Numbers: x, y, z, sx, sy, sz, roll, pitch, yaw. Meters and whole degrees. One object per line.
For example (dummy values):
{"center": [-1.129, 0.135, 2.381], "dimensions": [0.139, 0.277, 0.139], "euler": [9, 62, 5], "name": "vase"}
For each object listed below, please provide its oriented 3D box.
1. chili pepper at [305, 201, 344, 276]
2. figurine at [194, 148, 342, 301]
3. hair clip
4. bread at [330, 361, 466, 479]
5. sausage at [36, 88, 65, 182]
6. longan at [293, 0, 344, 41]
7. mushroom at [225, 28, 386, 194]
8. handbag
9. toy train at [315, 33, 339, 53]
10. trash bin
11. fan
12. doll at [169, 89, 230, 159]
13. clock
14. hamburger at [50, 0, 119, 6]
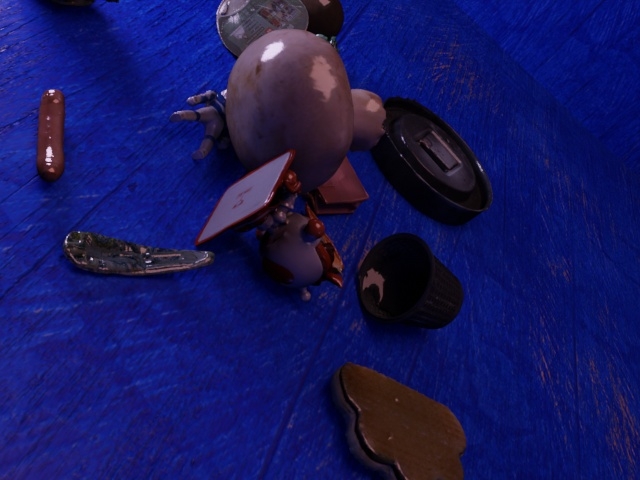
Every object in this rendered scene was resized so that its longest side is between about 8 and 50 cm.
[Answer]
{"center": [0.000, 0.000, 1.289], "dimensions": [0.045, 0.027, 0.178], "euler": [3, 54, -50], "name": "chili pepper"}
{"center": [-0.052, 0.003, 1.127], "dimensions": [0.226, 0.183, 0.160], "euler": [46, 42, -22], "name": "figurine"}
{"center": [-0.262, 0.024, 0.986], "dimensions": [0.229, 0.036, 0.066], "euler": [6, 47, -35], "name": "hair clip"}
{"center": [0.129, 0.318, 1.084], "dimensions": [0.286, 0.056, 0.207], "euler": [31, 35, -21], "name": "bread"}
{"center": [-0.401, -0.154, 1.010], "dimensions": [0.043, 0.043, 0.186], "euler": [17, 44, -35], "name": "sausage"}
{"center": [-0.036, -0.552, 1.675], "dimensions": [0.189, 0.189, 0.189], "euler": [27, 39, -25], "name": "longan"}
{"center": [-0.020, -0.238, 1.231], "dimensions": [0.289, 0.298, 0.298], "euler": [-12, 62, -28], "name": "mushroom"}
{"center": [-0.001, -0.154, 1.412], "dimensions": [0.157, 0.059, 0.213], "euler": [-5, 60, -49], "name": "handbag"}
{"center": [-0.021, -0.360, 1.524], "dimensions": [0.101, 0.159, 0.248], "euler": [9, 46, 4], "name": "toy train"}
{"center": [0.184, 0.095, 1.286], "dimensions": [0.161, 0.175, 0.176], "euler": [30, 37, -40], "name": "trash bin"}
{"center": [-0.147, -0.541, 1.563], "dimensions": [0.223, 0.012, 0.295], "euler": [-20, 76, -16], "name": "fan"}
{"center": [-0.201, -0.235, 1.288], "dimensions": [0.114, 0.057, 0.227], "euler": [56, 35, -17], "name": "doll"}
{"center": [0.283, -0.207, 1.744], "dimensions": [0.386, 0.076, 0.386], "euler": [28, 39, -25], "name": "clock"}
{"center": [-0.448, -0.495, 1.233], "dimensions": [0.184, 0.131, 0.159], "euler": [34, 28, -28], "name": "hamburger"}
